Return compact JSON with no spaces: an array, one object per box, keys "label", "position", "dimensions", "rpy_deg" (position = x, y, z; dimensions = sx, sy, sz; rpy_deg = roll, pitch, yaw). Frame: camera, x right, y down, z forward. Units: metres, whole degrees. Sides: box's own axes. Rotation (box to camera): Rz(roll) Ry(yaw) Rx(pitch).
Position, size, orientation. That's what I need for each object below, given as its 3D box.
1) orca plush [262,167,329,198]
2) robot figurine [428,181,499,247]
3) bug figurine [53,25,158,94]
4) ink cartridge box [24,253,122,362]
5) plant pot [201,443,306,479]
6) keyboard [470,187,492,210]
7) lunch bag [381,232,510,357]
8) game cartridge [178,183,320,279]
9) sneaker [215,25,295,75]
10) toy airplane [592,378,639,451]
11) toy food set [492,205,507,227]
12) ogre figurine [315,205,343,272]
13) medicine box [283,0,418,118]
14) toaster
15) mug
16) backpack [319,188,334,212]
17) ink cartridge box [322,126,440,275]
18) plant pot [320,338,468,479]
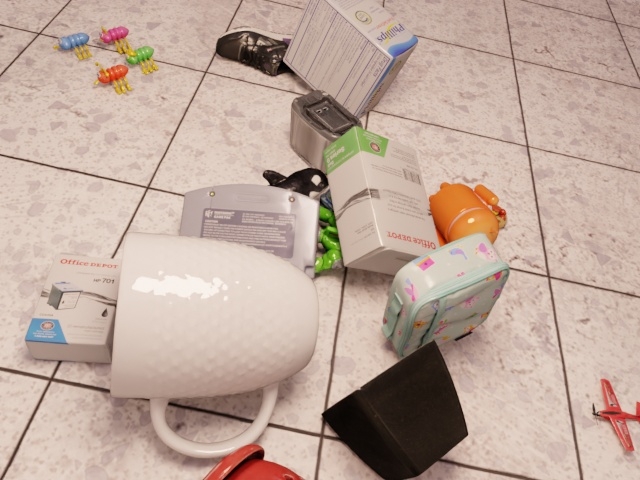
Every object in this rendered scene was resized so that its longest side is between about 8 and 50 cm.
[{"label":"orca plush","position":[-0.122,-0.116,1.260],"dimensions":[0.287,0.102,0.151],"rpy_deg":[-21,22,0]},{"label":"robot figurine","position":[0.340,-0.050,1.307],"dimensions":[0.158,0.128,0.219],"rpy_deg":[-19,40,-4]},{"label":"bug figurine","position":[-0.602,-0.534,1.548],"dimensions":[0.279,0.072,0.216],"rpy_deg":[39,54,20]},{"label":"ink cartridge box","position":[-0.451,0.127,1.033],"dimensions":[0.139,0.082,0.191],"rpy_deg":[5,52,-8]},{"label":"plant pot","position":[-0.099,0.415,0.803],"dimensions":[0.174,0.191,0.191],"rpy_deg":[36,53,20]},{"label":"keyboard","position":[0.395,-0.043,1.381],"dimensions":[0.072,0.014,0.256],"rpy_deg":[1,49,18]},{"label":"lunch bag","position":[0.232,0.122,1.062],"dimensions":[0.224,0.279,0.108],"rpy_deg":[-23,58,-15]},{"label":"game cartridge","position":[-0.151,-0.022,1.165],"dimensions":[0.294,0.060,0.196],"rpy_deg":[4,81,2]},{"label":"sneaker","position":[-0.171,-0.563,1.649],"dimensions":[0.283,0.107,0.124],"rpy_deg":[-3,58,-14]},{"label":"toy airplane","position":[0.621,0.355,1.113],"dimensions":[0.151,0.028,0.151],"rpy_deg":[6,52,-8]},{"label":"toy food set","position":[0.451,-0.069,1.429],"dimensions":[0.082,0.020,0.083],"rpy_deg":[32,52,14]},{"label":"ogre figurine","position":[0.000,0.000,1.228],"dimensions":[0.118,0.097,0.197],"rpy_deg":[6,38,7]},{"label":"medicine box","position":[0.076,-0.533,1.531],"dimensions":[0.289,0.263,0.149],"rpy_deg":[43,53,4]},{"label":"toaster","position":[0.015,-0.271,1.418],"dimensions":[0.129,0.146,0.227],"rpy_deg":[-31,63,-31]},{"label":"mug","position":[-0.183,0.183,0.953],"dimensions":[0.327,0.276,0.375],"rpy_deg":[5,80,-17]},{"label":"backpack","position":[0.063,-0.084,1.316],"dimensions":[0.105,0.084,0.114],"rpy_deg":[-31,67,-28]},{"label":"ink cartridge box","position":[0.136,-0.079,1.211],"dimensions":[0.211,0.121,0.289],"rpy_deg":[12,59,-41]},{"label":"plant pot","position":[0.143,0.310,0.956],"dimensions":[0.187,0.188,0.167],"rpy_deg":[-25,72,-29]}]
